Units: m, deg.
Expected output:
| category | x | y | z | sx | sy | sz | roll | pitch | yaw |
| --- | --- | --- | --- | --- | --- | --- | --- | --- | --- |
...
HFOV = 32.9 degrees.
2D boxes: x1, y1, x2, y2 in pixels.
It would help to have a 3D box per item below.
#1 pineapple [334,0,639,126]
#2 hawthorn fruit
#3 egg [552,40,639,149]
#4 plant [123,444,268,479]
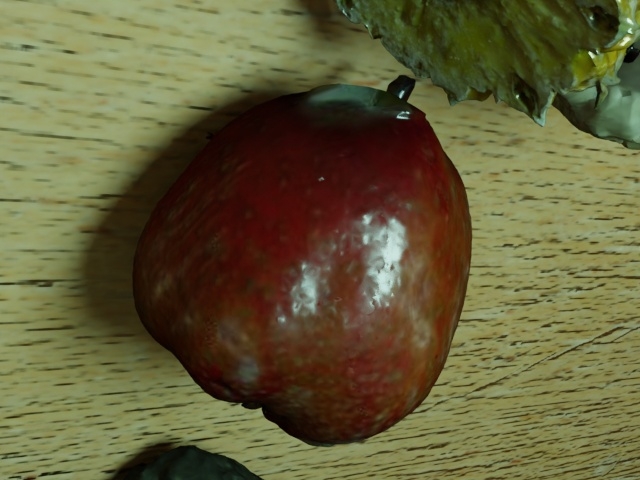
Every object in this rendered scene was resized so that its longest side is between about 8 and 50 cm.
| category | x | y | z | sx | sy | sz | roll | pitch | yaw |
| --- | --- | --- | --- | --- | --- | --- | --- | --- | --- |
| pineapple | 0.058 | -0.145 | 0.468 | 0.047 | 0.221 | 0.221 | -42 | 146 | -29 |
| hawthorn fruit | 0.000 | 0.000 | 0.593 | 0.185 | 0.185 | 0.202 | 20 | 97 | -47 |
| egg | 0.226 | -0.176 | 0.522 | 0.279 | 0.279 | 0.310 | 0 | 153 | -38 |
| plant | -0.107 | 0.262 | 0.721 | 0.215 | 0.213 | 0.312 | -47 | 138 | 16 |
